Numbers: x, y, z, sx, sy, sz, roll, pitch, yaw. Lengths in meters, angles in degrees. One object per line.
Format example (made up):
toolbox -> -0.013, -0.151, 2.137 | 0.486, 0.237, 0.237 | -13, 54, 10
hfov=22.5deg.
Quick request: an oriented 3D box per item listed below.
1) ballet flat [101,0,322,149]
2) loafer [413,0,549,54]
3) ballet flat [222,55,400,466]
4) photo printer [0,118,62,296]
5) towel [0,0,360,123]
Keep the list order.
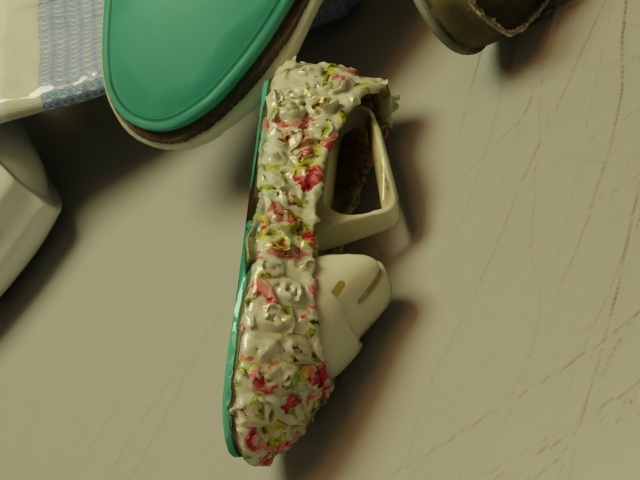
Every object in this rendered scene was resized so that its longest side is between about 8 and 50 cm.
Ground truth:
ballet flat -> -0.019, -0.243, 0.920 | 0.139, 0.139, 0.400 | 22, 101, 52
loafer -> 0.130, -0.208, 0.849 | 0.087, 0.094, 0.251 | 7, 62, 52
ballet flat -> 0.000, 0.000, 0.809 | 0.077, 0.091, 0.241 | -3, 56, 12
photo printer -> -0.309, -0.016, 1.104 | 0.256, 0.107, 0.307 | -44, 37, 4
towel -> -0.128, -0.169, 1.038 | 0.285, 0.034, 0.209 | -16, 42, 3
